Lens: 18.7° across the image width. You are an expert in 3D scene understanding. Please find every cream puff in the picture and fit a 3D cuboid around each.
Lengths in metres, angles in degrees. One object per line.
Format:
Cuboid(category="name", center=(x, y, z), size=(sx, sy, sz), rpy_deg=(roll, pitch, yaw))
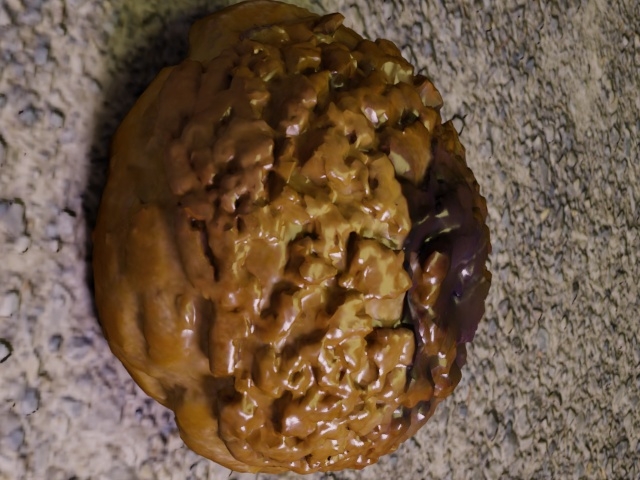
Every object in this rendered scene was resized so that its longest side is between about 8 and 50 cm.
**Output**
Cuboid(category="cream puff", center=(0.000, 0.000, 1.379), size=(0.327, 0.231, 0.343), rpy_deg=(50, 52, -52))
